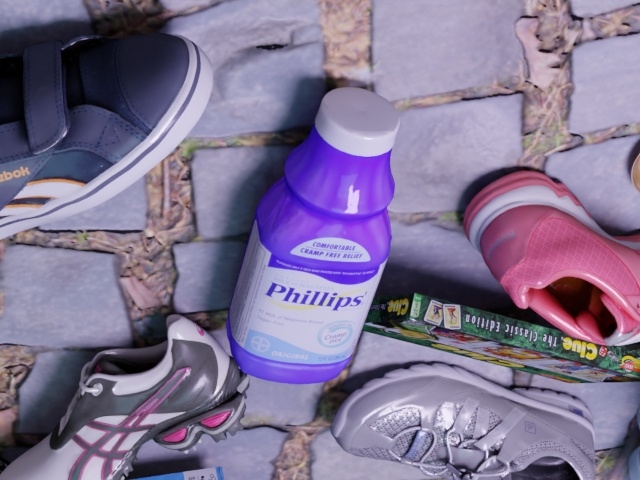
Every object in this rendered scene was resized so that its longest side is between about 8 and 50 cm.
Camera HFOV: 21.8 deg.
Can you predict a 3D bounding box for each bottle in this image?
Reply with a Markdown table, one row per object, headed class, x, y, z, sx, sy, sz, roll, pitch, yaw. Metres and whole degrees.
| class | x | y | z | sx | sy | sz | roll | pitch | yaw |
| --- | --- | --- | --- | --- | --- | --- | --- | --- | --- |
| bottle | 0.000 | 0.000 | 1.416 | 0.118 | 0.092 | 0.283 | 6 | 131 | -15 |

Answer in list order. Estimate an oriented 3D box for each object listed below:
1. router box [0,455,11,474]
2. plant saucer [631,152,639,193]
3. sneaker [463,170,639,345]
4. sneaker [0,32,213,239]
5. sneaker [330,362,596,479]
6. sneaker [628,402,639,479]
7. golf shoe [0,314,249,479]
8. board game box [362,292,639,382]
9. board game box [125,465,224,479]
| class | x | y | z | sx | sy | sz | roll | pitch | yaw |
| --- | --- | --- | --- | --- | --- | --- | --- | --- | --- |
| router box | -0.354 | 0.249 | 1.616 | 0.122 | 0.038 | 0.092 | -32 | 130 | 18 |
| plant saucer | 0.313 | -0.070 | 1.466 | 0.083 | 0.015 | 0.083 | -5 | 134 | -6 |
| sneaker | 0.264 | 0.055 | 1.490 | 0.314 | 0.136 | 0.116 | 20 | 126 | -28 |
| sneaker | -0.241 | -0.081 | 1.269 | 0.321 | 0.126 | 0.127 | -27 | 138 | 16 |
| sneaker | 0.149 | 0.196 | 1.613 | 0.281 | 0.115 | 0.105 | 6 | 131 | -16 |
| sneaker | 0.358 | 0.212 | 1.613 | 0.319 | 0.127 | 0.208 | 8 | 138 | -48 |
| golf shoe | -0.201 | 0.163 | 1.542 | 0.273 | 0.105 | 0.120 | -29 | 116 | 8 |
| board game box | 0.163 | 0.092 | 1.527 | 0.259 | 0.030 | 0.136 | 15 | 171 | -23 |
| board game box | -0.240 | 0.367 | 1.685 | 0.302 | 0.086 | 0.308 | -7 | 140 | -10 |
